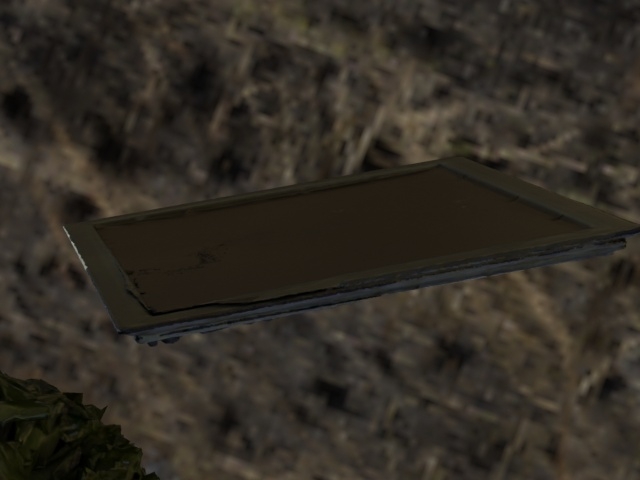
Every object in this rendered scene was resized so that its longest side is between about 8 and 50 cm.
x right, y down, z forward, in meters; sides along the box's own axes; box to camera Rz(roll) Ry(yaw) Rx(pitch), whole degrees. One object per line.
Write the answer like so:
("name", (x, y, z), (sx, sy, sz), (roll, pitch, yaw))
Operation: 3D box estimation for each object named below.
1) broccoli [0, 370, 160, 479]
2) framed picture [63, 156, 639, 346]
("broccoli", (-0.194, 0.125, 0.794), (0.321, 0.304, 0.283), (5, 140, -16))
("framed picture", (0.000, 0.000, 0.901), (0.216, 0.016, 0.273), (-10, -170, -9))
